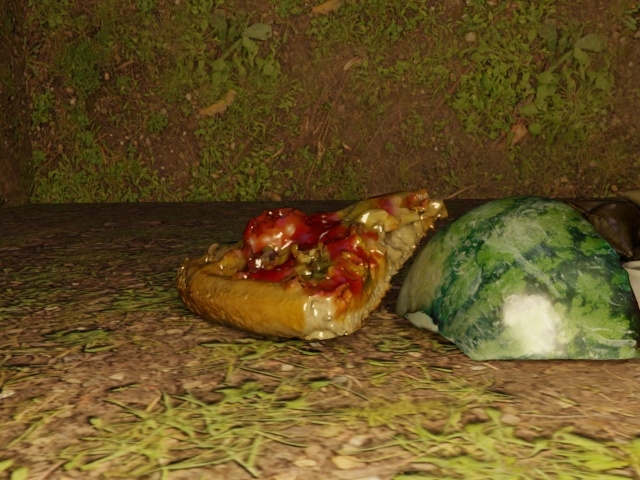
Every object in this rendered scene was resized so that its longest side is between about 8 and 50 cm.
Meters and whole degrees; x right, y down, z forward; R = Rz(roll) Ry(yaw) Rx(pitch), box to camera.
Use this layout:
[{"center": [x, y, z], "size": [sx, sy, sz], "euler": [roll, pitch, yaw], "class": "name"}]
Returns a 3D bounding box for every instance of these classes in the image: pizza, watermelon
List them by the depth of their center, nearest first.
[{"center": [0.231, 0.056, 0.844], "size": [0.180, 0.224, 0.305], "euler": [45, -13, -26], "class": "watermelon"}, {"center": [0.000, 0.000, 1.012], "size": [0.406, 0.130, 0.440], "euler": [-27, 18, -27], "class": "pizza"}]

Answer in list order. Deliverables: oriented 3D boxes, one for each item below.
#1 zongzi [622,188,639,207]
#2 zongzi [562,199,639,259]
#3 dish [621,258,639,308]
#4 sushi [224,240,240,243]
[{"center": [0.784, -0.056, 1.325], "size": [0.289, 0.154, 0.317], "euler": [-1, 22, -19], "class": "zongzi"}, {"center": [0.619, -0.015, 1.398], "size": [0.220, 0.112, 0.242], "euler": [-3, 16, -16], "class": "zongzi"}, {"center": [0.462, 0.064, 0.969], "size": [0.190, 0.066, 0.191], "euler": [-2, 8, 0], "class": "dish"}, {"center": [-0.057, 0.031, 1.347], "size": [0.192, 0.051, 0.215], "euler": [6, 5, 22], "class": "sushi"}]
